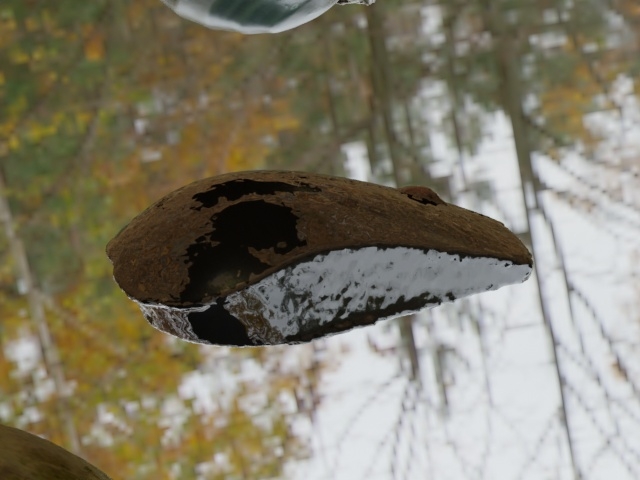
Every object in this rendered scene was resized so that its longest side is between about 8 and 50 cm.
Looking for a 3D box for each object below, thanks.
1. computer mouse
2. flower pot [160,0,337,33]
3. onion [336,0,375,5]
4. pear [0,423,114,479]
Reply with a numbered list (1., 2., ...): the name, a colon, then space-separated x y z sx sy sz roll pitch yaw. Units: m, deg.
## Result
1. computer mouse: -0.001 -0.005 1.225 0.295 0.087 0.168 -11 -160 -29
2. flower pot: -0.066 -0.243 1.157 0.157 0.243 0.189 -36 171 29
3. onion: -0.087 -0.279 1.421 0.267 0.349 0.159 -16 160 -27
4. pear: -0.200 0.278 1.010 0.352 0.352 0.413 -19 -122 -33
